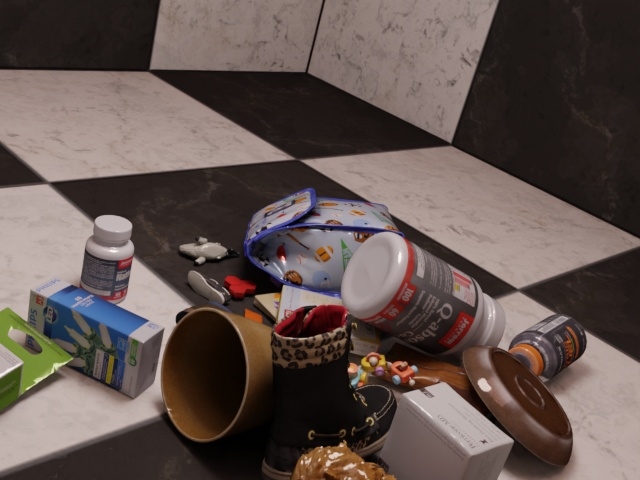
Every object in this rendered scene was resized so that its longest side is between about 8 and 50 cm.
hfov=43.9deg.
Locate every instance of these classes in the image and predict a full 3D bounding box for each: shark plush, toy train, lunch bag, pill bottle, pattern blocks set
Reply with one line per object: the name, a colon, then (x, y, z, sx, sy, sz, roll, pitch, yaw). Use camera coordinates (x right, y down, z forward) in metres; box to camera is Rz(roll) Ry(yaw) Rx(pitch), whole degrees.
shark plush: (-0.287, 0.021, 2.089, 0.161, 0.073, 0.067, -9, 3, -34)
toy train: (0.117, 0.283, 1.695, 0.166, 0.046, 0.125, -22, 33, -21)
lunch bag: (0.000, 0.000, 2.067, 0.386, 0.238, 0.328, 6, 14, -3)
pill bottle: (0.545, 0.270, 1.945, 0.130, 0.130, 0.246, 31, 29, 31)
pill bottle: (-0.473, 0.041, 1.772, 0.108, 0.180, 0.108, 13, 25, -6)
pattern blocks set: (-0.065, 0.175, 1.913, 0.286, 0.026, 0.325, 0, 28, -31)
pill bottle: (0.244, 0.143, 1.840, 0.363, 0.210, 0.210, 28, 17, -28)

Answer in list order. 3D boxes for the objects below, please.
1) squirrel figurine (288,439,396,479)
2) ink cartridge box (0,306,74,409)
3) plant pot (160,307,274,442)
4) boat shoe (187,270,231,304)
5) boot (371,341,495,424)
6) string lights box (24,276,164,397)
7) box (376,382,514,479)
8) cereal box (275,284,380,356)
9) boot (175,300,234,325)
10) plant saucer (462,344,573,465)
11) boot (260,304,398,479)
squirrel figurine: (0.109, 0.473, 1.092, 0.371, 0.281, 0.397, 20, 26, -4)
ink cartridge box: (-0.591, 0.194, 1.402, 0.189, 0.097, 0.255, 32, 38, 16)
plant pot: (-0.131, 0.254, 1.507, 0.254, 0.237, 0.237, 12, 19, -49)
boat shoe: (-0.267, 0.111, 1.908, 0.125, 0.046, 0.038, 32, 29, 27)
boot: (0.248, 0.317, 1.714, 0.281, 0.096, 0.264, 20, 28, 15)
string lights box: (-0.439, 0.185, 1.538, 0.260, 0.133, 0.077, 21, 25, 15)
box: (0.220, 0.387, 1.434, 0.119, 0.181, 0.181, -6, 32, -40)
cereal box: (0.017, 0.187, 1.846, 0.240, 0.047, 0.173, 14, 24, -4)
boot: (-0.199, 0.189, 1.739, 0.219, 0.082, 0.106, 23, 28, 22)
plant saucer: (0.429, 0.333, 1.681, 0.311, 0.050, 0.310, 36, 21, -17)
boot: (0.028, 0.257, 1.455, 0.138, 0.284, 0.377, 11, 17, 37)
